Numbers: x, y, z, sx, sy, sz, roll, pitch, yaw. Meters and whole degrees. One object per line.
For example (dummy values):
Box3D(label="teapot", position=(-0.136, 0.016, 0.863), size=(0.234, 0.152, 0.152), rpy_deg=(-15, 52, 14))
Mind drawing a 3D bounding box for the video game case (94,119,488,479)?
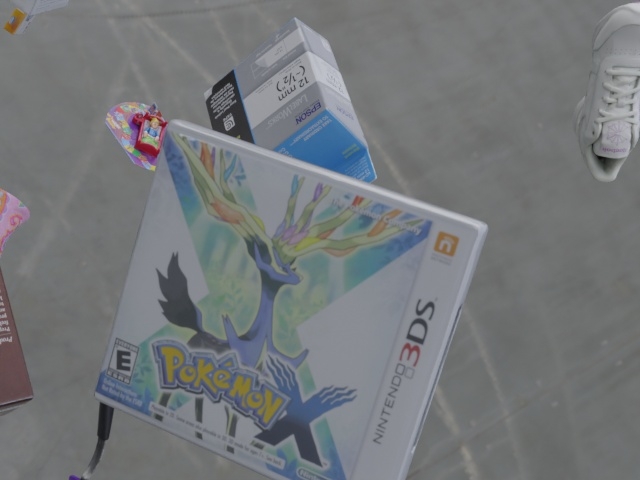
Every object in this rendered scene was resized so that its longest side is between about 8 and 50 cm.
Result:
Box3D(label="video game case", position=(-0.041, 0.074, 0.933), size=(0.328, 0.300, 0.036), rpy_deg=(20, 10, 18))

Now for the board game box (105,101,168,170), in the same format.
Box3D(label="board game box", position=(-0.324, -0.206, 1.843), size=(0.133, 0.033, 0.169), rpy_deg=(-22, 71, -48))

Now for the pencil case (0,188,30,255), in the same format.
Box3D(label="pencil case", position=(-0.639, 0.032, 1.733), size=(0.124, 0.124, 0.284), rpy_deg=(39, 59, -24))

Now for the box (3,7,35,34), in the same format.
Box3D(label="box", position=(-0.644, -0.488, 2.115), size=(0.028, 0.081, 0.136), rpy_deg=(33, 7, -14))

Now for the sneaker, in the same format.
Box3D(label="sneaker", position=(0.460, -0.217, 1.472), size=(0.305, 0.114, 0.152), rpy_deg=(87, 7, -51))

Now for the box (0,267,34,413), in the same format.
Box3D(label="box", position=(-0.574, 0.084, 1.432), size=(0.191, 0.143, 0.382), rpy_deg=(-8, 74, -39))

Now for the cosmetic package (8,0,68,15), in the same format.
Box3D(label="cosmetic package", position=(-0.515, -0.552, 1.680), size=(0.224, 0.225, 0.138), rpy_deg=(36, 26, 1))

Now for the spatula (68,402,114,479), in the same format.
Box3D(label="spatula", position=(-0.384, 0.359, 1.666), size=(0.084, 0.297, 0.030), rpy_deg=(22, 14, 31))

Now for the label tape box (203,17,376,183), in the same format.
Box3D(label="label tape box", position=(-0.064, -0.198, 1.791), size=(0.115, 0.249, 0.348), rpy_deg=(28, 36, -46))
